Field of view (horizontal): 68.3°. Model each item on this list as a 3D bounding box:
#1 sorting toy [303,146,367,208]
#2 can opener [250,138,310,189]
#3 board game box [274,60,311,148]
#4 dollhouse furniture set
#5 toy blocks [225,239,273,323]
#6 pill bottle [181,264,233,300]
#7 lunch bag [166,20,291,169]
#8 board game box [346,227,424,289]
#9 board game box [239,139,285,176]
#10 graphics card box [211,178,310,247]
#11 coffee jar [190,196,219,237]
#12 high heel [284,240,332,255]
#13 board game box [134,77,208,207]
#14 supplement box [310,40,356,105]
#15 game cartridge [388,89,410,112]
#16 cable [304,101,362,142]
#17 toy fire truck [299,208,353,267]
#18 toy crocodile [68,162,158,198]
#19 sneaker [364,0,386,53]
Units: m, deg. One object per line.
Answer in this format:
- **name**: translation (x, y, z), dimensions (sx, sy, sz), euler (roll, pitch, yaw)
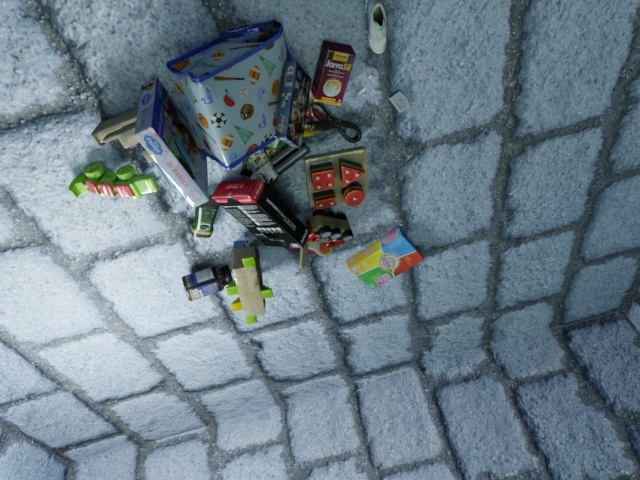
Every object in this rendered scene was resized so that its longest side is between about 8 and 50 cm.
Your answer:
- **sorting toy**: translation (0.075, -0.238, 1.956), dimensions (0.255, 0.089, 0.257), euler (-11, 135, -4)
- **can opener**: translation (-0.157, -0.292, 1.832), dimensions (0.280, 0.074, 0.093), euler (-36, 167, 22)
- **board game box**: translation (-0.088, -0.443, 1.562), dimensions (0.042, 0.244, 0.165), euler (9, -178, 16)
- **dollhouse furniture set**: translation (-0.604, -0.268, 1.610), dimensions (0.198, 0.286, 0.304), euler (-20, 124, 6)
- **toy blocks**: translation (-0.321, 0.147, 2.130), dimensions (0.190, 0.261, 0.382), euler (-8, 128, -3)
- **pill bottle**: translation (-0.520, 0.192, 2.188), dimensions (0.219, 0.123, 0.123), euler (-17, 137, -15)
- **lunch bag**: translation (-0.248, -0.479, 1.520), dimensions (0.385, 0.239, 0.328), euler (-39, 142, -23)
- **board game box**: translation (0.324, 0.098, 2.369), dimensions (0.316, 0.064, 0.242), euler (-34, 132, 18)
- **board game box**: translation (-0.212, -0.350, 1.816), dimensions (0.136, 0.030, 0.260), euler (11, 130, -21)
- **graphics card box**: translation (-0.235, -0.103, 1.927), dimensions (0.232, 0.094, 0.371), euler (1, 148, 40)
- **coffee jar**: translation (-0.483, -0.093, 1.960), dimensions (0.096, 0.079, 0.184), euler (6, 131, -23)
- **high heel**: translation (-0.062, 0.033, 2.220), dimensions (0.244, 0.082, 0.117), euler (5, 174, -40)
- **board game box**: translation (-0.482, -0.324, 1.566), dimensions (0.065, 0.319, 0.318), euler (-23, 136, 7)
- **supplement box**: translation (0.041, -0.574, 1.624), dimensions (0.104, 0.081, 0.188), euler (4, 132, -18)
- **game cartridge**: translation (0.302, -0.527, 1.785), dimensions (0.056, 0.017, 0.083), euler (-31, 133, 21)
- **cable**: translation (0.033, -0.448, 1.786), dimensions (0.287, 0.072, 0.140), euler (-1, 118, -30)
- **toy fire truck**: translation (0.000, 0.000, 2.110), dimensions (0.217, 0.159, 0.246), euler (8, 144, -45)
- **toy crocodile**: translation (-0.757, -0.205, 1.726), dimensions (0.340, 0.105, 0.115), euler (4, 137, 11)
- **sneaker**: translation (0.186, -0.695, 1.543), dimensions (0.071, 0.083, 0.191), euler (-18, 137, 1)
